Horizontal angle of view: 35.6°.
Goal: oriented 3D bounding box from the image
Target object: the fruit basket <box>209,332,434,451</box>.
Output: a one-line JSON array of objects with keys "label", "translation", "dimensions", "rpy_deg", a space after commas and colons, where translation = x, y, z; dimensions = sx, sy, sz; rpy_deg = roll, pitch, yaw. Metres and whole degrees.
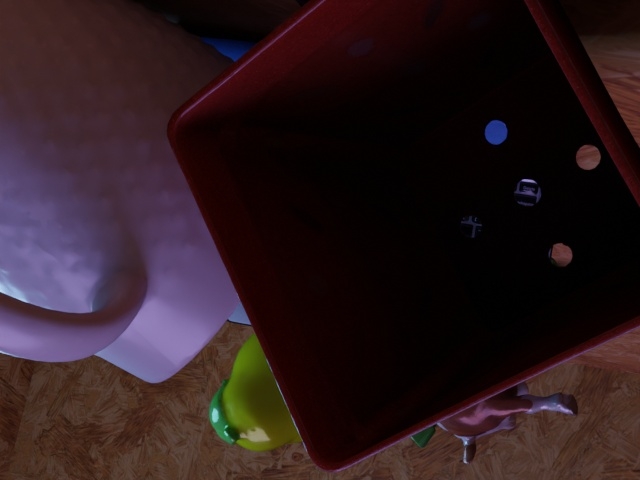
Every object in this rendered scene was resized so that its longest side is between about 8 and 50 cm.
[{"label": "fruit basket", "translation": [0.013, 0.172, 1.445], "dimensions": [0.391, 0.392, 0.283], "rpy_deg": [10, 170, 9]}]

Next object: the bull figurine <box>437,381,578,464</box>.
[{"label": "bull figurine", "translation": [0.164, 0.139, 1.100], "dimensions": [0.188, 0.101, 0.310], "rpy_deg": [-21, 131, 34]}]

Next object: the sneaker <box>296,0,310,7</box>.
[{"label": "sneaker", "translation": [0.023, -0.159, 0.733], "dimensions": [0.068, 0.071, 0.170], "rpy_deg": [4, 166, 36]}]

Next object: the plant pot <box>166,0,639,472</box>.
[{"label": "plant pot", "translation": [0.102, -0.033, 0.694], "dimensions": [0.267, 0.267, 0.235], "rpy_deg": [-33, 166, 30]}]

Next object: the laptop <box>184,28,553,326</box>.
[{"label": "laptop", "translation": [0.055, -0.017, 1.044], "dimensions": [0.381, 0.408, 0.236], "rpy_deg": [10, -157, 11]}]

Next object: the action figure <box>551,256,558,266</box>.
[{"label": "action figure", "translation": [0.233, 0.008, 1.364], "dimensions": [0.232, 0.064, 0.137], "rpy_deg": [22, 144, -22]}]

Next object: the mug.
[{"label": "mug", "translation": [-0.214, -0.052, 0.796], "dimensions": [0.328, 0.374, 0.276], "rpy_deg": [33, 121, -16]}]
